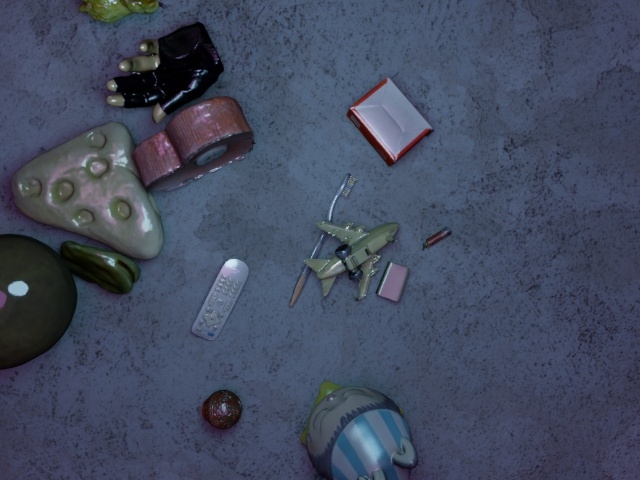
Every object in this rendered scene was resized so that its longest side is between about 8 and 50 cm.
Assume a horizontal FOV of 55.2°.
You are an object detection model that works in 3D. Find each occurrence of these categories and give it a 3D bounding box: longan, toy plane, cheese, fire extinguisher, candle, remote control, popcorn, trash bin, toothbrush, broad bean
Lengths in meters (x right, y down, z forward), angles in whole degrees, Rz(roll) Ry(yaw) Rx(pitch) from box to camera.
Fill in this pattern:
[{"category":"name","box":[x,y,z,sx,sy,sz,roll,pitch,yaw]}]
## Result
[{"category":"longan","box":[-0.732,0.144,1.440,0.318,0.319,0.319,0,92,-1]},{"category":"toy plane","box":[0.091,0.031,1.551,0.256,0.104,0.242,-29,111,2]},{"category":"cheese","box":[-0.579,-0.083,1.515,0.328,0.129,0.351,-19,91,-3]},{"category":"fire extinguisher","box":[0.300,-0.003,1.591,0.083,0.022,0.028,-32,123,0]},{"category":"candle","box":[-0.275,-0.240,1.454,0.316,0.287,0.132,-25,87,38]},{"category":"remote control","box":[-0.257,0.147,1.576,0.073,0.044,0.229,24,100,-18]},{"category":"popcorn","box":[-0.496,-0.620,1.494,0.195,0.173,0.169,-1,71,8]},{"category":"trash bin","box":[0.186,0.105,1.582,0.060,0.043,0.092,19,91,-2]},{"category":"toothbrush","box":[0.000,0.000,1.581,0.037,0.028,0.375,26,91,-9]},{"category":"broad bean","box":[-0.557,0.063,1.528,0.206,0.153,0.072,21,47,-6]}]

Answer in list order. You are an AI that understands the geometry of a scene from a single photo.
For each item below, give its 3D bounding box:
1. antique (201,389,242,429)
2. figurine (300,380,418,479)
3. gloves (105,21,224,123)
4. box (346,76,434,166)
[{"category":"antique","box":[-0.246,0.430,1.559,0.104,0.104,0.104,0,92,-1]},{"category":"figurine","box":[0.082,0.546,1.434,0.266,0.377,0.362,4,91,-1]},{"category":"gloves","box":[-0.378,-0.399,1.491,0.301,0.152,0.197,-26,86,-25]},{"category":"box","box":[0.172,-0.294,1.539,0.133,0.099,0.182,-42,91,-2]}]
